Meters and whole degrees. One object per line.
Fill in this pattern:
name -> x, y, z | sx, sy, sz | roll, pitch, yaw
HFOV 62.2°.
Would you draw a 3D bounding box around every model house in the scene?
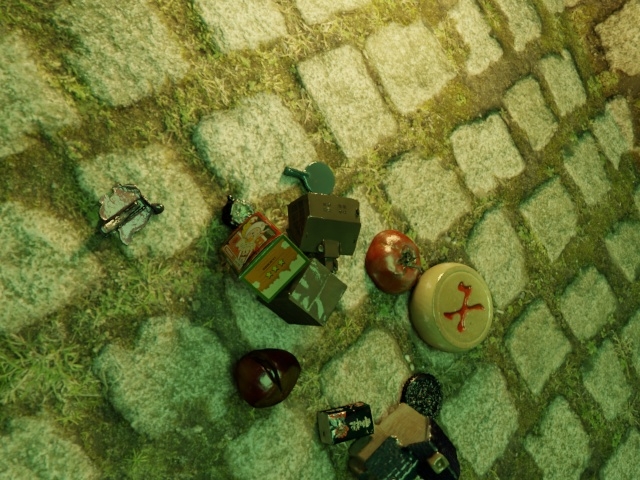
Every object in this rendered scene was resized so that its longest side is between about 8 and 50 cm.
model house -> 0.000, 0.000, 1.697 | 0.211, 0.204, 0.243 | 5, 70, -32
model house -> 0.284, 0.719, 1.713 | 0.298, 0.284, 0.243 | -40, 100, -18

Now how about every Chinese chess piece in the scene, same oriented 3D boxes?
Chinese chess piece -> 0.492, 0.251, 1.996 | 0.338, 0.140, 0.338 | 4, 82, -30

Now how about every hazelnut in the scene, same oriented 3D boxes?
hazelnut -> -0.159, 0.403, 1.592 | 0.204, 0.178, 0.178 | -30, 99, -35

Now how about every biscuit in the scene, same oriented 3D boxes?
biscuit -> 0.370, 0.575, 1.931 | 0.194, 0.053, 0.194 | 4, 82, -29

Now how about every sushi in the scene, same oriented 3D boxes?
sushi -> -0.259, -0.084, 1.636 | 0.098, 0.084, 0.094 | 20, 80, -24

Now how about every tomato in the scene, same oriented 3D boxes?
tomato -> 0.278, 0.074, 1.922 | 0.237, 0.095, 0.236 | 5, 80, -30

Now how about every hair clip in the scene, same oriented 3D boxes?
hair clip -> -0.552, -0.077, 1.489 | 0.146, 0.056, 0.187 | 47, 55, -15

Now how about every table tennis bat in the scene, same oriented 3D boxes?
table tennis bat -> -0.035, -0.219, 1.816 | 0.201, 0.033, 0.124 | 10, 76, -31

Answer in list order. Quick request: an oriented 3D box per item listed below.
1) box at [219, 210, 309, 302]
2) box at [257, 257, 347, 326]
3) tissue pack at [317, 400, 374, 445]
box -> -0.170, 0.043, 1.560 | 0.177, 0.195, 0.148 | -44, 126, -3
box -> -0.062, 0.160, 1.631 | 0.155, 0.231, 0.149 | 40, 66, -19
tissue pack -> 0.085, 0.597, 1.739 | 0.170, 0.090, 0.103 | -4, 83, -31
